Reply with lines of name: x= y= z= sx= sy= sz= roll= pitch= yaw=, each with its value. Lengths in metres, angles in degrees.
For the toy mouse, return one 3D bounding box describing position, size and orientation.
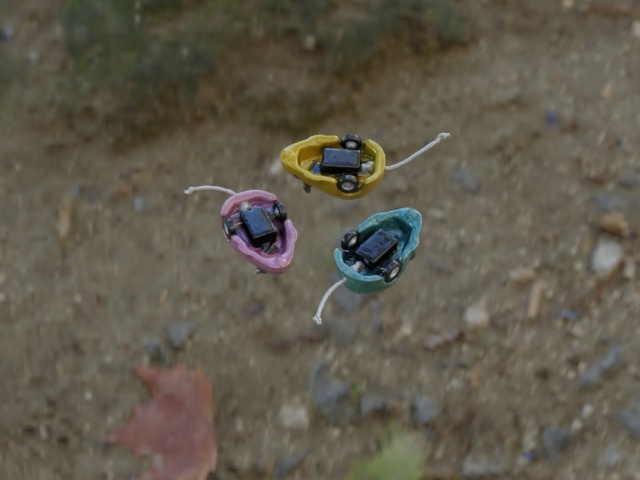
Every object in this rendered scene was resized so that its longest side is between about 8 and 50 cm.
toy mouse: x=0.000 y=0.000 z=1.156 sx=0.161 sy=0.031 sz=0.143 roll=-1 pitch=51 yaw=-2
